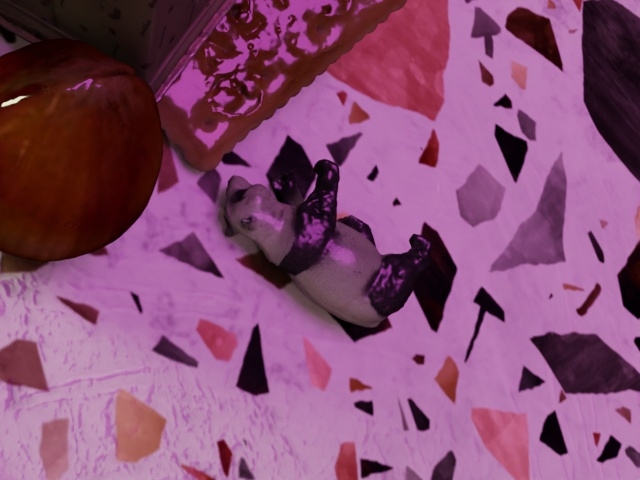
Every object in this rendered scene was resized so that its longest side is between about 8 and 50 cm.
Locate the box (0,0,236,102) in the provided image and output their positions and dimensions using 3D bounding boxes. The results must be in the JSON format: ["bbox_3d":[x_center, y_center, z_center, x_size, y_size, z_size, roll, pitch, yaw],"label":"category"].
[{"bbox_3d":[-0.167,-0.322,1.292,0.225,0.190,0.297,30,61,5],"label":"box"}]

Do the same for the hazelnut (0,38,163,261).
[{"bbox_3d":[-0.225,-0.087,1.209,0.208,0.208,0.208,16,63,-34],"label":"hazelnut"}]

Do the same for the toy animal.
[{"bbox_3d":[0.000,0.000,1.438,0.225,0.094,0.121,38,62,-23],"label":"toy animal"}]

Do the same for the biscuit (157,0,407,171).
[{"bbox_3d":[-0.072,-0.243,1.440,0.325,0.044,0.217,-41,102,-22],"label":"biscuit"}]
